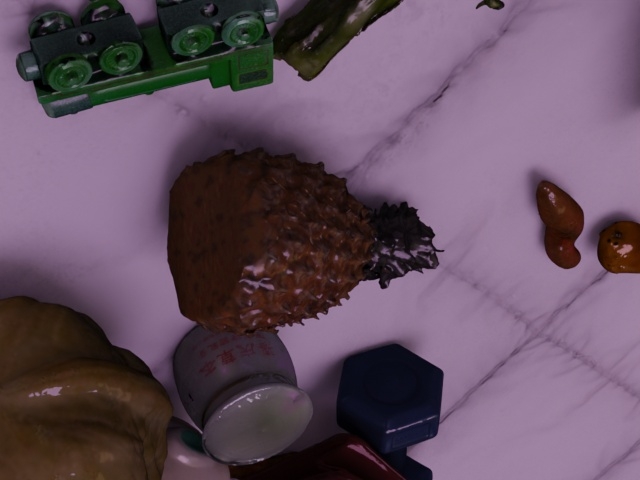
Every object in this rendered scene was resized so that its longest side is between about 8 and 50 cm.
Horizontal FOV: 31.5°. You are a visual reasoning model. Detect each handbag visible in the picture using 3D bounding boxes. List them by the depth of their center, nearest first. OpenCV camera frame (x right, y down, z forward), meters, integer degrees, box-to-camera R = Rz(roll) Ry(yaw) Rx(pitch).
[{"bbox_3d":[0.023,0.395,1.569,0.260,0.084,0.276,41,131,-23],"label":"handbag"}]

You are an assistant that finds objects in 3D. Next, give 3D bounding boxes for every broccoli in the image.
[{"bbox_3d":[0.068,-0.267,1.099,0.304,0.164,0.145,-40,145,26],"label":"broccoli"}]

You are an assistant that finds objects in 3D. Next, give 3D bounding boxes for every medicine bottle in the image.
[{"bbox_3d":[-0.099,0.185,1.408,0.147,0.143,0.147,-15,134,-16],"label":"medicine bottle"}]

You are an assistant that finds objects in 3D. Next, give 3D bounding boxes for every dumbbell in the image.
[{"bbox_3d":[0.096,0.300,1.625,0.144,0.156,0.316,-41,146,-35],"label":"dumbbell"}]

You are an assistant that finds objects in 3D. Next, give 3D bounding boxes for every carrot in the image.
[{"bbox_3d":[-0.085,0.328,1.630,0.165,0.035,0.035,-4,131,-23],"label":"carrot"}]

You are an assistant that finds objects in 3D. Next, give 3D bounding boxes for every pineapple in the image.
[{"bbox_3d":[0.000,0.000,1.269,0.362,0.202,0.202,-1,131,-43],"label":"pineapple"}]

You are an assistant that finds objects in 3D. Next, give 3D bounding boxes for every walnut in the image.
[{"bbox_3d":[-0.297,0.206,1.219,0.253,0.282,0.277,1,155,11],"label":"walnut"}]

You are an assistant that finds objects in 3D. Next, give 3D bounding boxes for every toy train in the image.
[{"bbox_3d":[-0.161,-0.179,1.086,0.251,0.085,0.119,-15,151,-11],"label":"toy train"}]

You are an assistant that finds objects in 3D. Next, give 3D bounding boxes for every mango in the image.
[{"bbox_3d":[0.434,0.012,1.599,0.127,0.063,0.077,17,115,-45],"label":"mango"}]

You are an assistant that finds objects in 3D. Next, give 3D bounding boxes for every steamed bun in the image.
[{"bbox_3d":[-0.225,0.283,1.423,0.228,0.177,0.130,4,94,-18],"label":"steamed bun"}]

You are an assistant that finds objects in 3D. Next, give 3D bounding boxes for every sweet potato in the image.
[{"bbox_3d":[0.322,-0.022,1.511,0.058,0.055,0.202,0,145,22],"label":"sweet potato"}]
